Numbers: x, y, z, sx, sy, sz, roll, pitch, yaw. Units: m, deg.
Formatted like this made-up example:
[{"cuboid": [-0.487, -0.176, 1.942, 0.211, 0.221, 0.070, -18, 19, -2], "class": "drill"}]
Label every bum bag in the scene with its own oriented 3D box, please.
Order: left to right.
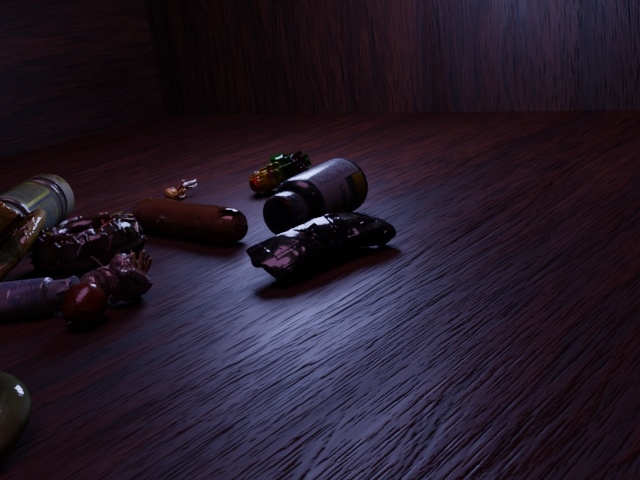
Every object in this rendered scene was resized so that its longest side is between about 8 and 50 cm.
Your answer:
[{"cuboid": [0.000, 0.000, 1.719, 0.340, 0.095, 0.144, -21, 36, -33], "class": "bum bag"}]

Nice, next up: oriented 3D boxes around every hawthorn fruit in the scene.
[{"cuboid": [-0.444, 0.128, 1.540, 0.081, 0.081, 0.093, -5, 46, 10], "class": "hawthorn fruit"}]

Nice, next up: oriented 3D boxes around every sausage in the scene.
[{"cuboid": [-0.337, -0.055, 2.051, 0.419, 0.094, 0.094, 10, -15, 44], "class": "sausage"}]

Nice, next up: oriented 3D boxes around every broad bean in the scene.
[{"cuboid": [-0.492, 0.242, 1.143, 0.169, 0.100, 0.228, -29, 27, -33], "class": "broad bean"}]

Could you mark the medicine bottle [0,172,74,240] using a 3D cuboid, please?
[{"cuboid": [-0.787, -0.072, 2.202, 0.151, 0.151, 0.322, -6, 17, 7], "class": "medicine bottle"}]

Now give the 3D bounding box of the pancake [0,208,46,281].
[{"cuboid": [-0.729, 0.047, 1.846, 0.244, 0.057, 0.266, -34, 21, 17], "class": "pancake"}]

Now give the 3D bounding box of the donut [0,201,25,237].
[{"cuboid": [-0.746, -0.014, 1.796, 0.259, 0.101, 0.152, -3, 48, 57], "class": "donut"}]

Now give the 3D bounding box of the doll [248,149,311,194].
[{"cuboid": [-0.117, -0.193, 2.377, 0.186, 0.106, 0.134, -24, 11, 3], "class": "doll"}]

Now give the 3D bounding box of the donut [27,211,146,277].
[{"cuboid": [-0.543, 0.006, 1.926, 0.270, 0.103, 0.269, -8, 18, 3], "class": "donut"}]

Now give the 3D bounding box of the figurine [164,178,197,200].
[{"cuboid": [-0.413, -0.151, 2.461, 0.109, 0.064, 0.047, -28, 46, -27], "class": "figurine"}]

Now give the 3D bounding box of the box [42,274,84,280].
[{"cuboid": [-0.551, 0.109, 1.728, 0.126, 0.027, 0.125, -5, 20, 6], "class": "box"}]

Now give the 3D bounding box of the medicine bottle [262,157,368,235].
[{"cuboid": [-0.014, -0.098, 1.956, 0.141, 0.141, 0.293, 4, 20, 33], "class": "medicine bottle"}]

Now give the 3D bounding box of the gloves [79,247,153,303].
[{"cuboid": [-0.402, 0.080, 1.639, 0.144, 0.094, 0.110, -23, -17, 30], "class": "gloves"}]

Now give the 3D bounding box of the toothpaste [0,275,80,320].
[{"cuboid": [-0.625, 0.121, 1.640, 0.299, 0.073, 0.114, -7, 47, 8], "class": "toothpaste"}]
